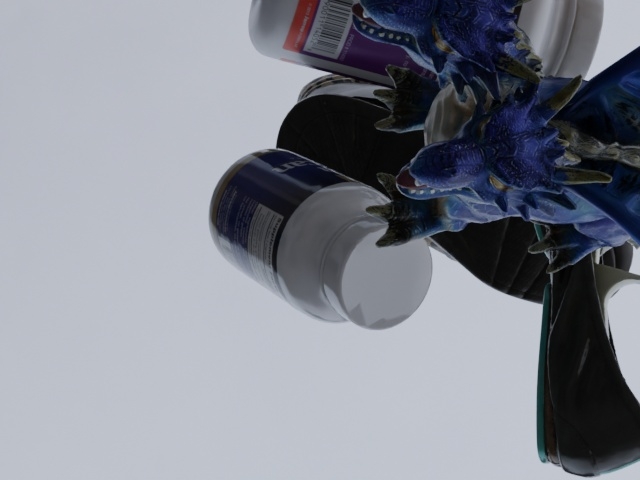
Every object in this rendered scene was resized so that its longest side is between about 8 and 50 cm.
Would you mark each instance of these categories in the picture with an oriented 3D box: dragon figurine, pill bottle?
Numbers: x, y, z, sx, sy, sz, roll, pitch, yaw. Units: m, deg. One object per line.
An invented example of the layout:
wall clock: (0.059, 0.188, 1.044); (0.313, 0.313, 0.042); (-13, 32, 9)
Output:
dragon figurine: (0.115, -0.031, 0.461); (0.144, 0.289, 0.085); (1, -96, 58)
pill bottle: (0.101, -0.233, 1.210); (0.181, 0.322, 0.182); (-167, -90, -80)
pill bottle: (0.000, 0.000, 0.828); (0.169, 0.094, 0.094); (29, -89, 56)

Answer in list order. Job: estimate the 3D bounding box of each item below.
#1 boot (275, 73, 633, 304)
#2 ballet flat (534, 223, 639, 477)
boot: (0.130, -0.069, 1.320); (0.284, 0.377, 0.138); (-99, -150, -75)
ballet flat: (0.187, 0.016, 0.837); (0.096, 0.095, 0.281); (-7, -102, 17)
